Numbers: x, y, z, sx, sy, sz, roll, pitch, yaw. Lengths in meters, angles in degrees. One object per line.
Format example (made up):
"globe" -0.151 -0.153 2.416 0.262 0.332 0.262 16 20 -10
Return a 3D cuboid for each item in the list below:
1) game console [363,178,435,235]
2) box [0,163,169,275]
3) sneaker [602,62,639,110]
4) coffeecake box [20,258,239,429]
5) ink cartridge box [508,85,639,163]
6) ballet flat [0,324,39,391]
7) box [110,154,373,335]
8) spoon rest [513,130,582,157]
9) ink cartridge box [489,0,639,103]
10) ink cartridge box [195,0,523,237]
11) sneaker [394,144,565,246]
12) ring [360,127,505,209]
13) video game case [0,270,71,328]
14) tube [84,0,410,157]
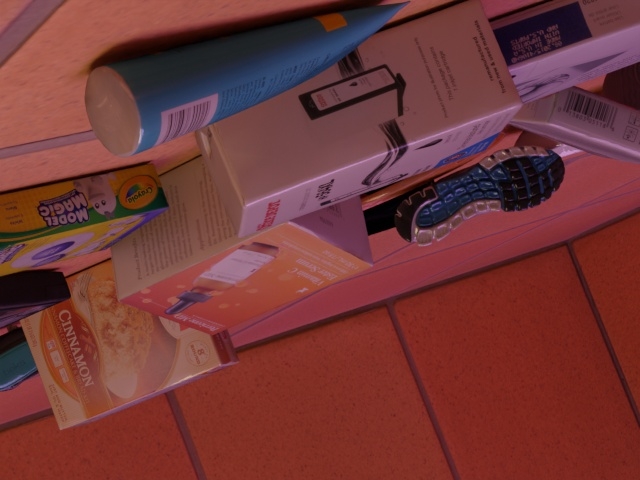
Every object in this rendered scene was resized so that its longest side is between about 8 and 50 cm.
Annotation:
"game console" 0.000 0.000 1.876 0.213 0.044 0.361 -17 172 -16
"box" -0.213 -0.008 1.137 0.179 0.043 0.105 -13 170 -40
"sneaker" 0.395 -0.173 1.423 0.256 0.094 0.151 -29 164 38
"coffeecake box" -0.197 0.093 1.561 0.185 0.142 0.068 -23 174 12
"ink cartridge box" 0.239 -0.109 1.411 0.145 0.045 0.179 17 -175 -18
"ballet flat" -0.297 0.105 1.728 0.203 0.074 0.074 -26 175 -15
"box" -0.066 -0.004 1.245 0.170 0.091 0.130 -25 152 26
"spoon rest" 0.336 -0.130 1.675 0.276 0.084 0.137 -24 173 17
"ink cartridge box" 0.199 -0.151 1.236 0.223 0.045 0.224 -20 174 -9
"ink cartridge box" 0.022 -0.081 1.077 0.203 0.086 0.148 -21 174 -7
"sneaker" 0.169 -0.057 1.655 0.190 0.071 0.083 -19 -171 5
"ring" 0.025 -0.053 1.527 0.336 0.032 0.336 -21 176 -2
"video game case" -0.398 0.091 1.396 0.248 0.035 0.275 -23 173 19
"tube" -0.040 -0.101 0.909 0.207 0.052 0.080 -22 -179 -38
